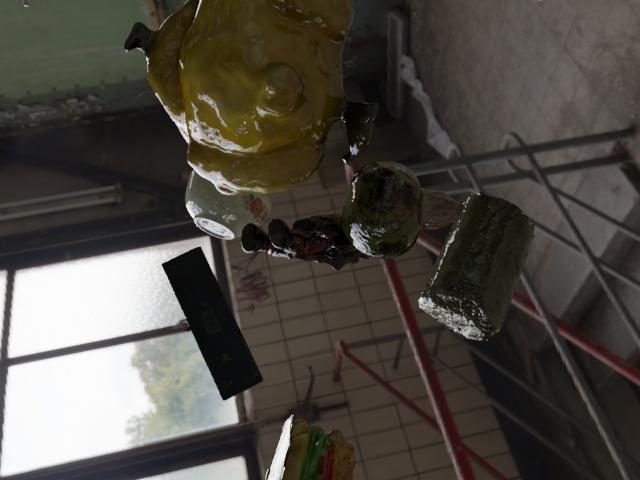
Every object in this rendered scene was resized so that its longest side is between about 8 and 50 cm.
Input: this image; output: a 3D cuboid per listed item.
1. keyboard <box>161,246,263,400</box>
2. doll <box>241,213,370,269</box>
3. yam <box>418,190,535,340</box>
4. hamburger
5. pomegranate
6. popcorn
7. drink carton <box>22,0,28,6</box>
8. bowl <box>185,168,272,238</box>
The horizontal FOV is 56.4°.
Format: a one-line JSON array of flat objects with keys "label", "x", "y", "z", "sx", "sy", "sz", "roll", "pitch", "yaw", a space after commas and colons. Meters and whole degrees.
[{"label": "keyboard", "x": -0.230, "y": 0.173, "z": 1.251, "sx": 0.027, "sy": 0.106, "sz": 0.317, "roll": 77, "pitch": 168, "yaw": -82}, {"label": "doll", "x": 0.001, "y": -0.003, "z": 0.899, "sx": 0.127, "sy": 0.249, "sz": 0.088, "roll": 24, "pitch": 103, "yaw": 43}, {"label": "yam", "x": 0.352, "y": 0.059, "z": 1.331, "sx": 0.195, "sy": 0.195, "sz": 0.300, "roll": 105, "pitch": -169, "yaw": -73}, {"label": "hamburger", "x": -0.018, "y": 0.442, "z": 1.090, "sx": 0.237, "sy": 0.149, "sz": 0.237, "roll": -163, "pitch": 90, "yaw": -85}, {"label": "pomegranate", "x": 0.107, "y": -0.047, "z": 0.831, "sx": 0.125, "sy": 0.163, "sz": 0.138, "roll": -128, "pitch": 29, "yaw": -51}, {"label": "popcorn", "x": -0.084, "y": -0.197, "z": 0.703, "sx": 0.316, "sy": 0.281, "sz": 0.297, "roll": 156, "pitch": 126, "yaw": -66}, {"label": "drink carton", "x": -0.730, "y": -0.675, "z": 1.444, "sx": 0.200, "sy": 0.074, "sz": 0.084, "roll": 66, "pitch": -168, "yaw": -3}, {"label": "bowl", "x": -0.301, "y": -0.096, "z": 1.850, "sx": 0.277, "sy": 0.277, "sz": 0.145, "roll": 99, "pitch": -171, "yaw": -68}]
